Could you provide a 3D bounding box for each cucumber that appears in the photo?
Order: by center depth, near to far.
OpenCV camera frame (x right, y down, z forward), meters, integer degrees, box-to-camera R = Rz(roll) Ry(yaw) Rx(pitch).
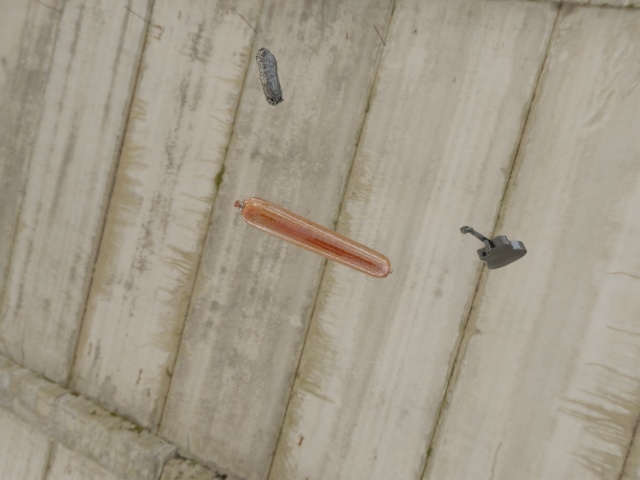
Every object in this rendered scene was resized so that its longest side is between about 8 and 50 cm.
[{"bbox_3d":[-0.124,-0.392,1.003,0.053,0.053,0.182,-23,-120,17],"label":"cucumber"}]

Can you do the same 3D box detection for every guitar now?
[{"bbox_3d":[0.346,0.009,0.853,0.088,0.233,0.025,-35,-128,31],"label":"guitar"}]

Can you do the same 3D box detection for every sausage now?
[{"bbox_3d":[0.000,0.000,0.767,0.347,0.053,0.053,24,-80,-25],"label":"sausage"}]
